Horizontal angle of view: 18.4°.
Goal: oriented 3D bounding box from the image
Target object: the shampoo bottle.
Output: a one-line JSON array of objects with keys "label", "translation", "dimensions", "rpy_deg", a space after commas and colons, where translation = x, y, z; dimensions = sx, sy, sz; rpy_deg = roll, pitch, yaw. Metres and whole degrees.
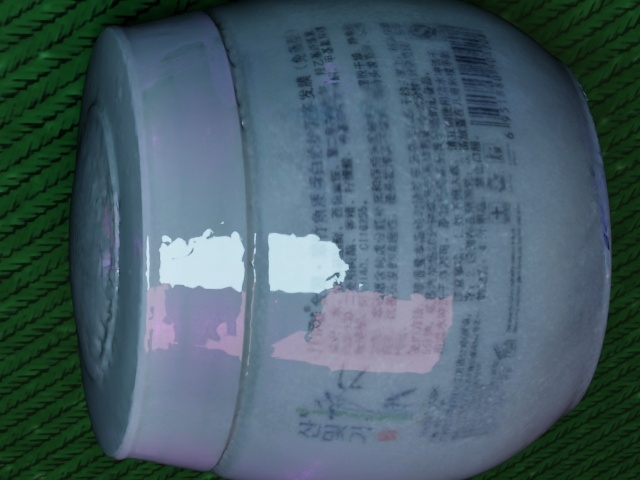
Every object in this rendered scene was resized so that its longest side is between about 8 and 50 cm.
[{"label": "shampoo bottle", "translation": [0.000, 0.000, 1.062], "dimensions": [0.266, 0.273, 0.273], "rpy_deg": [0, 133, -13]}]
